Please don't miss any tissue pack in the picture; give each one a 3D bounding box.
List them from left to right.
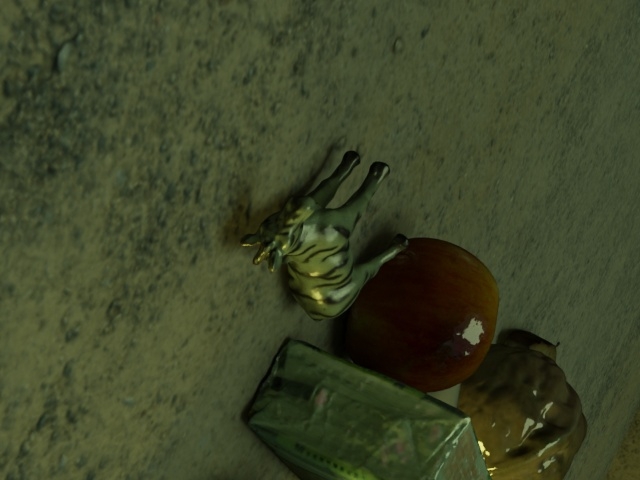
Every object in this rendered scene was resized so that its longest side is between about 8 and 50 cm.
[{"bbox_3d":[0.071,0.256,1.341,0.128,0.228,0.311,-60,153,-17],"label":"tissue pack"}]

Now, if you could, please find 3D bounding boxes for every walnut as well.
[{"bbox_3d":[0.273,0.282,1.737,0.248,0.248,0.248,-42,144,-41],"label":"walnut"}]

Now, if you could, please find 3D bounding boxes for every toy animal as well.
[{"bbox_3d":[0.008,-0.016,1.183,0.170,0.090,0.255,-58,150,-9],"label":"toy animal"}]

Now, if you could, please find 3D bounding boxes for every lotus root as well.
[{"bbox_3d":[0.365,0.248,2.054,0.170,0.074,0.260,-36,138,-47],"label":"lotus root"}]

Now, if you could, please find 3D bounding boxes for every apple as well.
[{"bbox_3d":[0.121,0.094,1.383,0.160,0.173,0.195,-64,167,-74],"label":"apple"}]

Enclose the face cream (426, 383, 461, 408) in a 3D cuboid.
[{"bbox_3d":[0.146,0.163,1.555,0.096,0.096,0.214,-36,139,-46],"label":"face cream"}]
